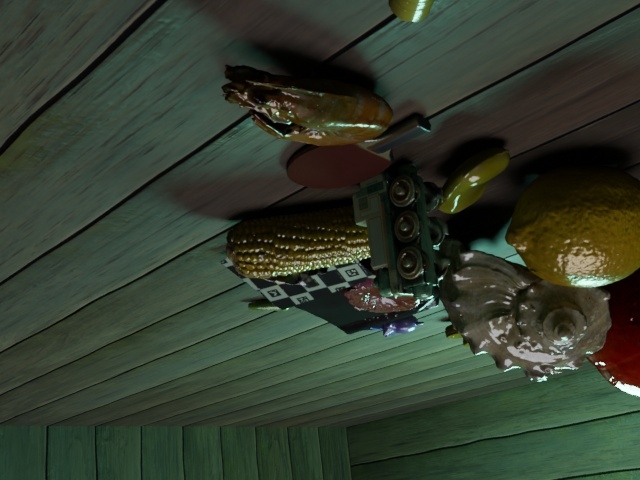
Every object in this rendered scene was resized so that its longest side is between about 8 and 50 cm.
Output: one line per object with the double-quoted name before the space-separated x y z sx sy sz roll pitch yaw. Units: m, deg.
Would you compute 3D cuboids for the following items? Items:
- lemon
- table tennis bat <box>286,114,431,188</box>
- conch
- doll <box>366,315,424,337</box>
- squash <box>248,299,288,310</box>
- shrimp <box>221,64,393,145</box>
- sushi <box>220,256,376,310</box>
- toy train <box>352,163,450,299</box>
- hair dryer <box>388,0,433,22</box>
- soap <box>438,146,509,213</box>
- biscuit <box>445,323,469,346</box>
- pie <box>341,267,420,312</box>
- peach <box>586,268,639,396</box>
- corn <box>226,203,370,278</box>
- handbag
"lemon" 0.393 -0.022 1.153 0.256 0.188 0.188 -6 160 -16
"table tennis bat" 0.050 -0.115 1.030 0.220 0.019 0.130 -22 154 39
"conch" 0.316 0.112 1.341 0.297 0.210 0.352 30 171 -12
"doll" 0.148 0.197 1.843 0.206 0.067 0.110 -4 177 25
"squash" -0.110 0.139 1.650 0.089 0.027 0.027 -1 159 -6
"shrimp" -0.020 -0.147 0.865 0.150 0.068 0.248 -14 164 33
"sushi" -0.040 0.034 1.357 0.210 0.040 0.193 -23 132 30
"toy train" 0.113 -0.007 1.095 0.081 0.194 0.125 9 161 -44
"hair dryer" 0.105 -0.257 0.596 0.135 0.090 0.279 -7 166 -6
"soap" 0.215 -0.086 1.097 0.089 0.045 0.140 -26 164 -22
"biscuit" 0.420 0.217 1.999 0.197 0.049 0.301 -20 156 21
"pie" 0.114 0.094 1.414 0.153 0.038 0.153 0 146 0
"peach" 0.629 0.126 1.388 0.370 0.370 0.370 -6 160 -2
"corn" 0.000 0.000 1.206 0.293 0.106 0.106 -8 160 3
"handbag" 0.087 0.097 1.535 0.247 0.080 0.223 -22 146 27
